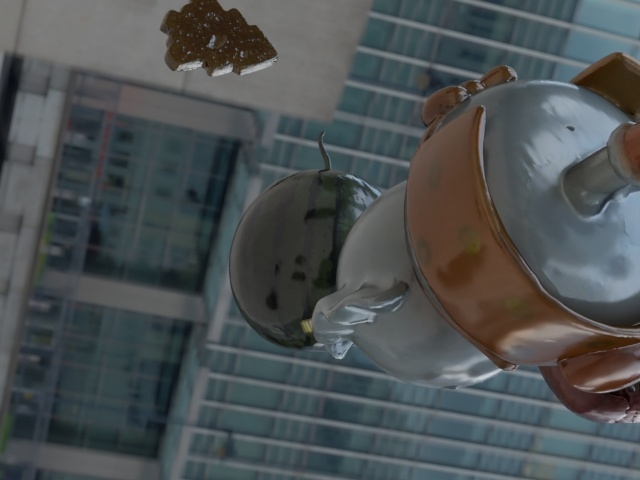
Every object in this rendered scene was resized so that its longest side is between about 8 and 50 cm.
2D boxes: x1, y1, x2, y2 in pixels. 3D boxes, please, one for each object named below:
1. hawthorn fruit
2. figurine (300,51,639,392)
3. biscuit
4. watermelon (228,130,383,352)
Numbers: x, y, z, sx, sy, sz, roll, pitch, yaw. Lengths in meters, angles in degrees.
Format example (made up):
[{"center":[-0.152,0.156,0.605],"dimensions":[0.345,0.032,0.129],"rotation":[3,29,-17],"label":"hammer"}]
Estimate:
[{"center":[0.279,0.112,1.260],"dimensions":[0.172,0.148,0.148],"rotation":[-61,167,-74],"label":"hawthorn fruit"},{"center":[0.073,-0.003,0.572],"dimensions":[0.271,0.143,0.143],"rotation":[-6,-108,53],"label":"figurine"},{"center":[-0.076,-0.151,0.993],"dimensions":[0.016,0.092,0.082],"rotation":[114,-9,-54],"label":"biscuit"},{"center":[0.000,0.000,0.771],"dimensions":[0.105,0.105,0.133],"rotation":[150,-53,-72],"label":"watermelon"}]
